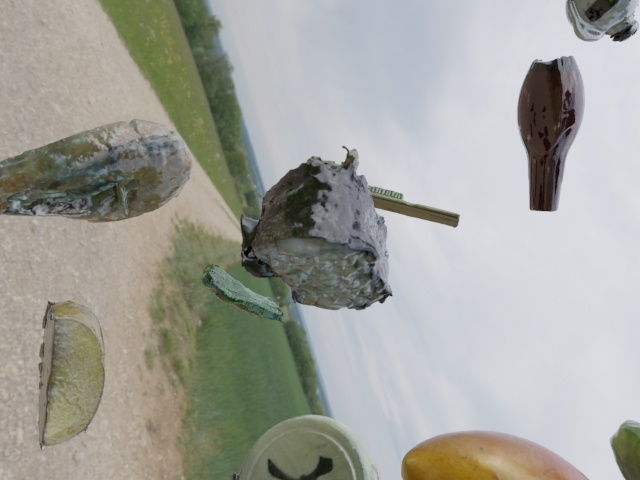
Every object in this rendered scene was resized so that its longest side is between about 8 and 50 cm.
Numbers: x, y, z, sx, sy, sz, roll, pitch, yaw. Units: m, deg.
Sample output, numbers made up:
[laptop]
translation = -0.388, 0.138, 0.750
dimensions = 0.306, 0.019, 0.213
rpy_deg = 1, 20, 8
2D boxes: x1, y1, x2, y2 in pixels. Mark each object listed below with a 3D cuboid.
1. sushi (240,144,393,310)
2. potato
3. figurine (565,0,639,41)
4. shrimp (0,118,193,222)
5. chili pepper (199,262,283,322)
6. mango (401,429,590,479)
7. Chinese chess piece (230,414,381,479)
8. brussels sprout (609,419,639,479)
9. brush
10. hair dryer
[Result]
[sushi]
translation = 0.000, 0.000, 0.516
dimensions = 0.212, 0.147, 0.114
rpy_deg = 47, 36, -58
[potato]
translation = -0.449, 0.223, 0.844
dimensions = 0.138, 0.098, 0.243
rpy_deg = 14, -83, 53
[figurine]
translation = 0.398, -0.373, 0.689
dimensions = 0.192, 0.147, 0.126
rpy_deg = 43, -15, -10
[shrimp]
translation = -0.460, -0.102, 0.888
dimensions = 0.110, 0.446, 0.221
rpy_deg = 56, -26, 35
[chili pepper]
translation = -0.179, 0.134, 1.102
dimensions = 0.224, 0.061, 0.098
rpy_deg = 37, 3, -26
[mango]
translation = 0.297, 0.418, 0.767
dimensions = 0.199, 0.350, 0.201
rpy_deg = -64, 180, -18
[Chinese chess piece]
translation = -0.022, 0.389, 0.721
dimensions = 0.092, 0.238, 0.237
rpy_deg = 62, 3, -52
[brussels sprout]
translation = 0.706, 0.472, 1.005
dimensions = 0.181, 0.143, 0.161
rpy_deg = 12, 21, -49
[brush]
translation = 0.244, -0.096, 1.301
dimensions = 0.054, 0.283, 0.048
rpy_deg = 83, 30, -50
[hair dryer]
translation = 0.533, -0.259, 1.043
dimensions = 0.123, 0.340, 0.312
rpy_deg = 10, -59, 37
